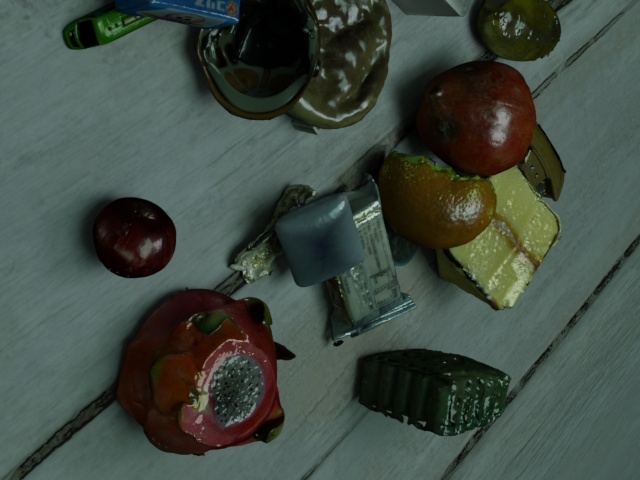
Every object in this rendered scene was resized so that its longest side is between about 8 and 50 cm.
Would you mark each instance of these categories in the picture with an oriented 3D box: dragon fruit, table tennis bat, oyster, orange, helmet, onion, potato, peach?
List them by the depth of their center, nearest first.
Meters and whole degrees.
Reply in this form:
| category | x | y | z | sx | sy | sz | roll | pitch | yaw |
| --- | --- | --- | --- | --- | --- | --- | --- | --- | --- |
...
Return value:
| category | x | y | z | sx | sy | sz | roll | pitch | yaw |
| --- | --- | --- | --- | --- | --- | --- | --- | --- | --- |
| onion | -0.279 | -0.004 | 1.526 | 0.131 | 0.131 | 0.131 | -17 | 114 | -44 |
| helmet | -0.087 | -0.312 | 1.612 | 0.130 | 0.198 | 0.224 | -56 | 155 | -67 |
| dragon fruit | -0.175 | 0.221 | 1.660 | 0.290 | 0.189 | 0.291 | -18 | 115 | -44 |
| oyster | -0.086 | -0.009 | 1.803 | 0.200 | 0.061 | 0.106 | -39 | 139 | -27 |
| orange | 0.213 | -0.067 | 1.963 | 0.179 | 0.237 | 0.159 | 123 | -10 | -72 |
| peach | 0.299 | -0.248 | 2.006 | 0.256 | 0.232 | 0.232 | 24 | 84 | -51 |
| table tennis bat | 0.139 | -0.014 | 2.051 | 0.201 | 0.033 | 0.124 | 10 | 87 | -50 |
| potato | 0.424 | -0.455 | 2.163 | 0.251 | 0.113 | 0.149 | 3 | 103 | -50 |

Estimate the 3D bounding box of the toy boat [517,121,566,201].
| category | x | y | z | sx | sy | sz | roll | pitch | yaw |
| --- | --- | --- | --- | --- | --- | --- | --- | --- | --- |
| toy boat | 0.463 | -0.184 | 2.308 | 0.121 | 0.089 | 0.321 | -58 | 137 | -14 |

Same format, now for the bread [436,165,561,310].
| category | x | y | z | sx | sy | sz | roll | pitch | yaw |
| --- | --- | --- | --- | --- | --- | --- | --- | --- | --- |
| bread | 0.373 | -0.018 | 2.140 | 0.263 | 0.198 | 0.236 | -56 | 151 | -16 |

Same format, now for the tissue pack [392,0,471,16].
| category | x | y | z | sx | sy | sz | roll | pitch | yaw |
| --- | --- | --- | --- | --- | --- | --- | --- | --- | --- |
| tissue pack | 0.221 | -0.558 | 1.893 | 0.159 | 0.136 | 0.246 | 31 | 79 | -47 |

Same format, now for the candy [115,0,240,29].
| category | x | y | z | sx | sy | sz | roll | pitch | yaw |
| --- | --- | --- | --- | --- | --- | --- | --- | --- | --- |
| candy | -0.194 | -0.468 | 1.455 | 0.157 | 0.100 | 0.306 | 3 | 93 | -41 |

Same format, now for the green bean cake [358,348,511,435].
| category | x | y | z | sx | sy | sz | roll | pitch | yaw |
| --- | --- | --- | --- | --- | --- | --- | --- | --- | --- |
| green bean cake | 0.238 | 0.301 | 2.098 | 0.255 | 0.241 | 0.132 | -1 | 98 | -47 |

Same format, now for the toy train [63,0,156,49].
| category | x | y | z | sx | sy | sz | roll | pitch | yaw |
| --- | --- | --- | --- | --- | --- | --- | --- | --- | --- |
| toy train | -0.279 | -0.330 | 1.486 | 0.209 | 0.042 | 0.044 | -37 | 126 | -35 |

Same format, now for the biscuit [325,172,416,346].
| category | x | y | z | sx | sy | sz | roll | pitch | yaw |
| --- | --- | --- | --- | --- | --- | --- | --- | --- | --- |
| biscuit | 0.066 | 0.045 | 1.935 | 0.186 | 0.079 | 0.309 | -28 | 123 | -15 |

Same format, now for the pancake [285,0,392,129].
| category | x | y | z | sx | sy | sz | roll | pitch | yaw |
| --- | --- | --- | --- | --- | --- | --- | --- | --- | --- |
| pancake | 0.012 | -0.337 | 1.756 | 0.294 | 0.049 | 0.295 | -2 | 93 | -34 |

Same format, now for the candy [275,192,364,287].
| category | x | y | z | sx | sy | sz | roll | pitch | yaw |
| --- | --- | --- | --- | --- | --- | --- | --- | --- | --- |
| candy | 0.000 | 0.000 | 1.789 | 0.138 | 0.071 | 0.174 | -24 | 137 | -5 |

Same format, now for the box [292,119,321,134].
| category | x | y | z | sx | sy | sz | roll | pitch | yaw |
| --- | --- | --- | --- | --- | --- | --- | --- | --- | --- |
| box | -0.006 | -0.229 | 1.807 | 0.083 | 0.054 | 0.024 | -57 | 140 | -19 |
